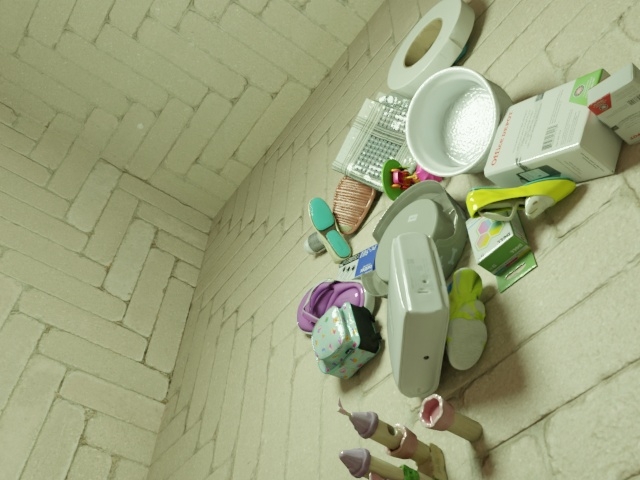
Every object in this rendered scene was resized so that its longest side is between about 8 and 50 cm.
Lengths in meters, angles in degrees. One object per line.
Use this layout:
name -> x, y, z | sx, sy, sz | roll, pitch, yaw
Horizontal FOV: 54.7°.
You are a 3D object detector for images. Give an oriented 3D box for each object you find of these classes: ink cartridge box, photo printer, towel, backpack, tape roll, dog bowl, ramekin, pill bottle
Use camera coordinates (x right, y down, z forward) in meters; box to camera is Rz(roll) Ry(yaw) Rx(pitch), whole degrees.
ink cartridge box -> 0.599, -0.260, 1.193 | 0.099, 0.135, 0.056 | -33, 30, 48
photo printer -> 0.208, 0.176, 1.372 | 0.256, 0.107, 0.307 | -91, -1, -49
ink cartridge box -> 0.402, 0.004, 1.392 | 0.109, 0.062, 0.209 | -45, 26, 32
ink cartridge box -> 0.125, 0.087, 1.927 | 0.207, 0.046, 0.097 | -29, 38, 53
towel -> 0.221, -0.327, 2.031 | 0.312, 0.056, 0.324 | 29, 88, 37
backpack -> 0.057, 0.281, 1.695 | 0.188, 0.144, 0.166 | -57, 33, 32
tape roll -> 0.387, -0.685, 2.204 | 0.392, 0.072, 0.392 | -47, 25, 29
dog bowl -> 0.253, 0.012, 1.662 | 0.349, 0.102, 0.349 | -46, 25, 30
ramekin -> 0.371, -0.301, 1.613 | 0.277, 0.135, 0.277 | 1, 91, 47
pill bottle -> 0.000, 0.000, 2.275 | 0.137, 0.078, 0.078 | -33, 34, 49
ink cartridge box -> 0.515, -0.226, 1.361 | 0.273, 0.115, 0.198 | -14, 49, 61

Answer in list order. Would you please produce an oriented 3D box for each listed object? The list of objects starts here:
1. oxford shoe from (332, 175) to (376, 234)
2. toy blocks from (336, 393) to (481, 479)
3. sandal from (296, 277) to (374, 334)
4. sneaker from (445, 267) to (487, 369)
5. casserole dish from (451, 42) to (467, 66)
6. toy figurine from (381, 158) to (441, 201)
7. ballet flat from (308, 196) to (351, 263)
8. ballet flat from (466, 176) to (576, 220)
oxford shoe -> 0.154, -0.204, 2.180 | 0.397, 0.140, 0.146 | -70, -19, -1
toy blocks -> 0.126, 0.463, 1.144 | 0.309, 0.260, 0.288 | -47, 25, 30
sandal -> 0.015, 0.190, 1.910 | 0.416, 0.102, 0.169 | -27, 58, 53
sneaker -> 0.307, 0.185, 1.373 | 0.126, 0.091, 0.240 | 119, 169, -58
casserole dish -> 0.449, -0.643, 2.159 | 0.188, 0.037, 0.114 | -36, 31, 45
toy figurine -> 0.293, -0.186, 1.825 | 0.159, 0.173, 0.130 | -7, 82, 41
ballet flat -> 0.023, -0.029, 2.124 | 0.086, 0.086, 0.248 | -40, 70, 42
ballet flat -> 0.431, -0.082, 1.342 | 0.231, 0.077, 0.077 | -4, 62, 27
